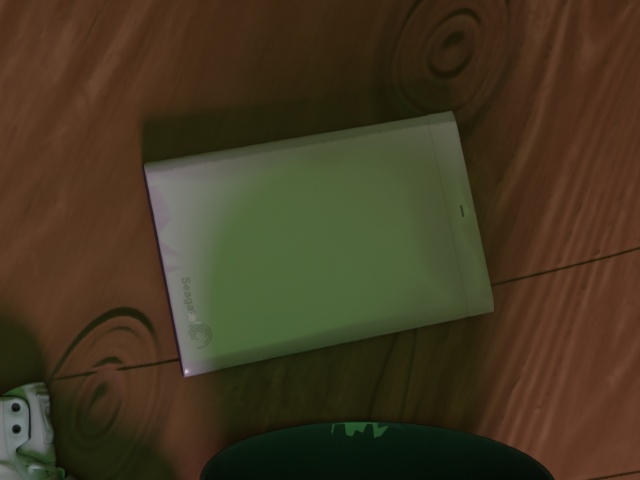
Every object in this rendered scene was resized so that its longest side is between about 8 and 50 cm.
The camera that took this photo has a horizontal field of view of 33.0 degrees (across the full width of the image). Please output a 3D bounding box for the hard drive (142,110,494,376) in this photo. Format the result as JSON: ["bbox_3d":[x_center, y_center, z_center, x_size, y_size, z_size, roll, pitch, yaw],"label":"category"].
[{"bbox_3d":[0.000,0.000,1.041,0.307,0.040,0.203,-11,87,-12],"label":"hard drive"}]

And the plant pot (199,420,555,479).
[{"bbox_3d":[0.047,0.308,0.906,0.292,0.293,0.235,-1,99,-11],"label":"plant pot"}]

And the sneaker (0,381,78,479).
[{"bbox_3d":[-0.227,0.206,0.951,0.255,0.094,0.151,14,79,-11],"label":"sneaker"}]
